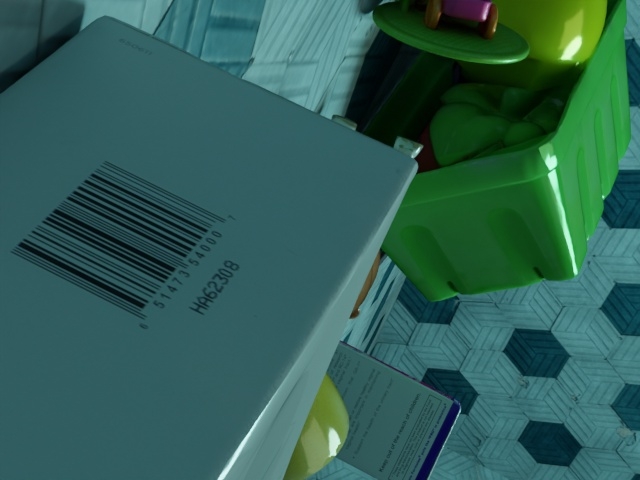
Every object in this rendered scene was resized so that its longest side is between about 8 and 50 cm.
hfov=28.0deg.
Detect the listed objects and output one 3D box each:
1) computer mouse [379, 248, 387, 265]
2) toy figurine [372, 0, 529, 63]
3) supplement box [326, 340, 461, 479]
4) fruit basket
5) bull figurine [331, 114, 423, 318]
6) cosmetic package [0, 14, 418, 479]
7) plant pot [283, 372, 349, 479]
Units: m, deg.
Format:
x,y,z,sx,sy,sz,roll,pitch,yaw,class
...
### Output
x,y,z,sx,sy,sz,roll,pitch,yaw,class
0.067,-0.021,1.600,0.272,0.072,0.188,-53,-178,36,computer mouse
0.119,-0.245,1.020,0.173,0.130,0.159,-99,-160,-63,toy figurine
0.030,0.174,1.381,0.114,0.220,0.111,-64,174,-1,supplement box
0.170,-0.176,1.280,0.392,0.282,0.392,25,60,-53,fruit basket
0.000,0.000,1.017,0.310,0.101,0.188,-44,156,-78,bull figurine
-0.093,0.081,0.447,0.224,0.138,0.225,-55,168,-52,cosmetic package
-0.050,0.128,1.079,0.134,0.134,0.095,-56,143,-46,plant pot
